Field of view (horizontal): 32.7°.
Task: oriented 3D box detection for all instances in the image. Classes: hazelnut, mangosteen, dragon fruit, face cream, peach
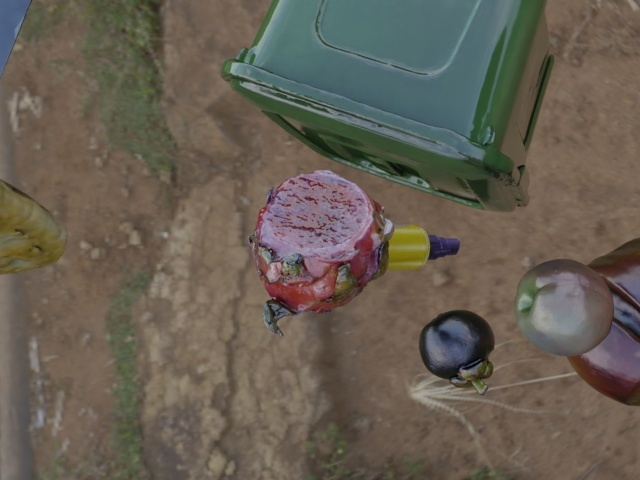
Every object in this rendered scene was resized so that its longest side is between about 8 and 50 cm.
[{"bbox_3d":[0.361,0.081,1.206,0.178,0.178,0.204,40,94,22],"label":"hazelnut"},{"bbox_3d":[0.236,0.190,1.820,0.137,0.137,0.151,-34,74,23],"label":"mangosteen"},{"bbox_3d":[0.000,0.000,1.596,0.211,0.282,0.147,26,142,6],"label":"dragon fruit"},{"bbox_3d":[0.118,0.012,1.829,0.078,0.273,0.078,0,90,61],"label":"face cream"},{"bbox_3d":[0.200,0.055,0.893,0.083,0.083,0.083,0,90,27],"label":"peach"}]

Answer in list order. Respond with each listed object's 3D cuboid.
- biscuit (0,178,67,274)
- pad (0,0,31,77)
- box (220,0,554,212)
[{"bbox_3d":[-0.230,-0.022,0.585,0.118,0.247,0.029,-13,68,13],"label":"biscuit"},{"bbox_3d":[-0.310,-0.185,0.848,0.163,0.004,0.243,21,90,2],"label":"pad"},{"bbox_3d":[0.082,-0.148,0.977,0.252,0.328,0.178,18,89,13],"label":"box"}]
